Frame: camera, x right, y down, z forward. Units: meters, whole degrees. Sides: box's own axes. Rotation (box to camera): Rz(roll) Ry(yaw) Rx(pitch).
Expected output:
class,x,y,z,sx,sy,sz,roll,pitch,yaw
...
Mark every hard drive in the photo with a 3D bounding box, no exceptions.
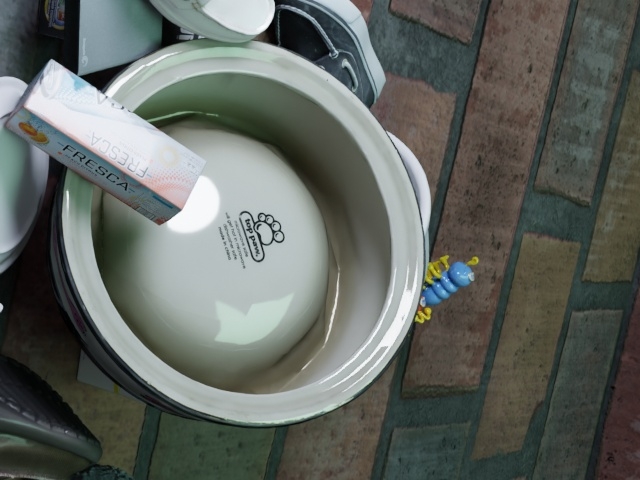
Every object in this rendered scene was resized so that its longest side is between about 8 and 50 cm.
class,x,y,z,sx,sy,sz,roll,pitch,yaw
hard drive,-0.204,-0.220,1.709,0.135,0.022,0.094,-25,125,-55

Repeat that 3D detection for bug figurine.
class,x,y,z,sx,sy,sz,roll,pitch,yaw
bug figurine,0.098,0.100,2.353,0.072,0.216,0.279,57,26,6

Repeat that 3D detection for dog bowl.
class,x,y,z,sx,sy,sz,roll,pitch,yaw
dog bowl,-0.102,0.004,1.804,0.407,0.150,0.408,8,72,-26

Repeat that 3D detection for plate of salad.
class,x,y,z,sx,sy,sz,roll,pitch,yaw
plate of salad,-0.321,-0.060,1.676,0.200,0.048,0.200,10,90,-71

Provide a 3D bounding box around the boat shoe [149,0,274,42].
class,x,y,z,sx,sy,sz,roll,pitch,yaw
boat shoe,-0.128,-0.277,1.683,0.277,0.096,0.098,34,71,-42

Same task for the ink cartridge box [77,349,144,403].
class,x,y,z,sx,sy,sz,roll,pitch,yaw
ink cartridge box,-0.181,0.126,1.915,0.092,0.143,0.090,-11,112,-60

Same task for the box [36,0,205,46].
class,x,y,z,sx,sy,sz,roll,pitch,yaw
box,-0.176,-0.312,1.802,0.270,0.060,0.216,-7,109,-60

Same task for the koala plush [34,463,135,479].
class,x,y,z,sx,sy,sz,roll,pitch,yaw
koala plush,-0.244,0.362,1.925,0.196,0.203,0.221,-51,166,-23

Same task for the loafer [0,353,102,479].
class,x,y,z,sx,sy,sz,roll,pitch,yaw
loafer,-0.361,0.181,1.667,0.130,0.134,0.366,-54,143,9

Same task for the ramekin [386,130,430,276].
class,x,y,z,sx,sy,sz,roll,pitch,yaw
ramekin,0.000,0.000,2.058,0.277,0.277,0.135,-60,155,-25

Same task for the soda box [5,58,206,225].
class,x,y,z,sx,sy,sz,roll,pitch,yaw
soda box,-0.204,-0.092,1.656,0.183,0.058,0.063,33,61,-17

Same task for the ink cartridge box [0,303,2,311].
class,x,y,z,sx,sy,sz,roll,pitch,yaw
ink cartridge box,-0.435,0.051,1.355,0.353,0.207,0.119,-36,135,-51

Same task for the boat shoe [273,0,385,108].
class,x,y,z,sx,sy,sz,roll,pitch,yaw
boat shoe,-0.002,-0.220,2.123,0.102,0.108,0.301,-68,158,-16
